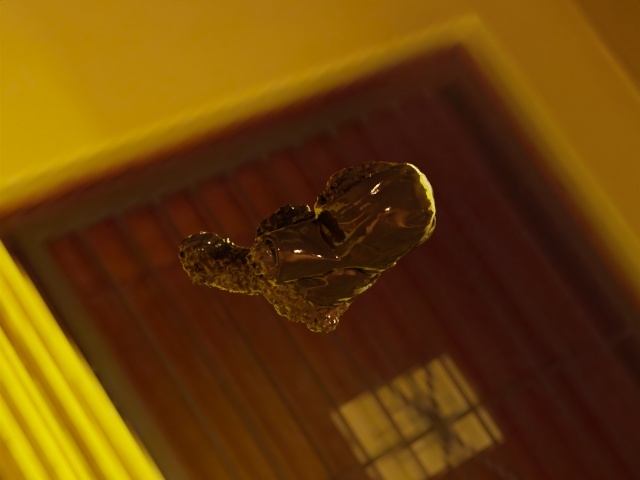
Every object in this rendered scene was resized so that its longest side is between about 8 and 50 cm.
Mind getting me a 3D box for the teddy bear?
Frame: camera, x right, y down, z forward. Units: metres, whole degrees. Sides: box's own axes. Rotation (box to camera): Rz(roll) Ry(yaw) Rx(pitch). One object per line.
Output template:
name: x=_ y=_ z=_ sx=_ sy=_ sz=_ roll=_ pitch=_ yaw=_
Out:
teddy bear: x=0.001 y=0.009 z=0.990 sx=0.119 sy=0.078 sz=0.160 roll=-13 pitch=-5 yaw=-37
